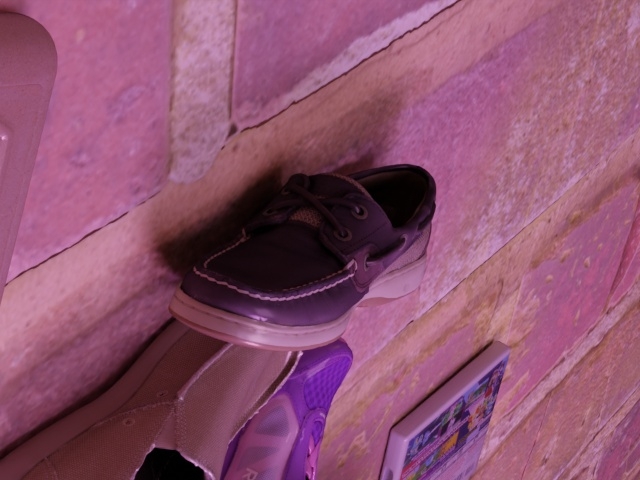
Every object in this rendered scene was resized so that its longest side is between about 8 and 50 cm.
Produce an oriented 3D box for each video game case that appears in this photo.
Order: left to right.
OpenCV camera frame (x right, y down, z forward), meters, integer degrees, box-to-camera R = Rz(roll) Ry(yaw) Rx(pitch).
[{"bbox_3d":[0.121,0.220,1.378,0.201,0.023,0.183,-32,142,-44],"label":"video game case"}]

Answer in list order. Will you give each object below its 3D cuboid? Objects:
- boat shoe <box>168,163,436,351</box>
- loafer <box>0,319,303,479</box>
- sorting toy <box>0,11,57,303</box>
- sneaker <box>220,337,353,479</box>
[{"bbox_3d":[0.000,0.000,0.854,0.285,0.103,0.092,-16,125,-61],"label":"boat shoe"},{"bbox_3d":[-0.091,0.128,0.815,0.268,0.092,0.102,-39,147,-39],"label":"loafer"},{"bbox_3d":[-0.204,0.006,0.559,0.193,0.038,0.208,-16,125,-56],"label":"sorting toy"},{"bbox_3d":[-0.035,0.177,0.957,0.236,0.104,0.095,-56,153,-12],"label":"sneaker"}]
